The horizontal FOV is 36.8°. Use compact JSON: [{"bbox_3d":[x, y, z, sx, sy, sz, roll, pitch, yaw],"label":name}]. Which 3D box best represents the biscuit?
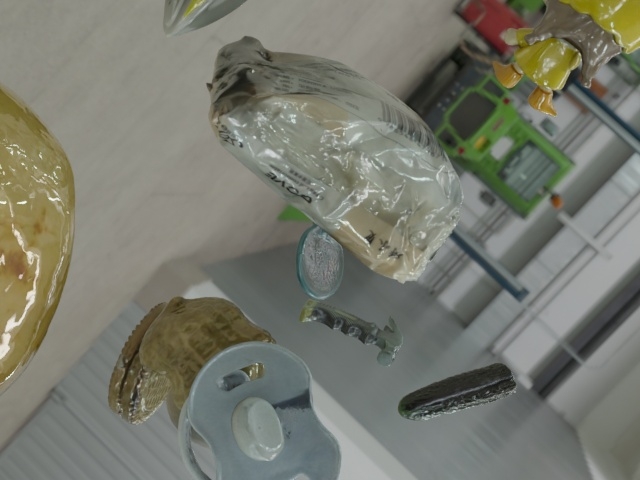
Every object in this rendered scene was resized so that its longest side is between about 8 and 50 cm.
[{"bbox_3d":[-0.328,0.240,1.869,0.259,0.079,0.259,-62,168,-23],"label":"biscuit"}]

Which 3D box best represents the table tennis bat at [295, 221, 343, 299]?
[{"bbox_3d":[0.000,0.000,1.639,0.033,0.201,0.124,-1,172,37],"label":"table tennis bat"}]

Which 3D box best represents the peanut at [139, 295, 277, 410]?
[{"bbox_3d":[-0.189,0.184,1.593,0.197,0.233,0.110,-38,159,-23],"label":"peanut"}]

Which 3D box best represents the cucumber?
[{"bbox_3d":[0.270,0.306,1.928,0.242,0.074,0.074,-15,167,-10],"label":"cucumber"}]

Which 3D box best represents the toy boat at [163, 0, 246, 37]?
[{"bbox_3d":[-0.131,-0.394,1.339,0.269,0.141,0.141,-38,171,-25],"label":"toy boat"}]

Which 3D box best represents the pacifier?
[{"bbox_3d":[-0.097,0.287,1.404,0.228,0.278,0.207,-22,172,-7],"label":"pacifier"}]

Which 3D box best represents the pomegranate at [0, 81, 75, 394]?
[{"bbox_3d":[-0.348,-0.023,0.734,0.342,0.342,0.342,-46,174,-6],"label":"pomegranate"}]

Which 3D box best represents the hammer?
[{"bbox_3d":[0.069,0.186,2.083,0.159,0.227,0.041,-59,169,-66],"label":"hammer"}]

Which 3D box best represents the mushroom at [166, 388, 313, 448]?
[{"bbox_3d":[-0.195,0.370,2.362,0.362,0.362,0.294,118,-21,-70],"label":"mushroom"}]

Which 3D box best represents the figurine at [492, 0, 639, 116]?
[{"bbox_3d":[0.487,-0.391,1.826,0.343,0.215,0.187,-53,-162,45],"label":"figurine"}]

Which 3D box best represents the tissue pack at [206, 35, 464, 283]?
[{"bbox_3d":[0.014,-0.145,1.365,0.195,0.376,0.390,-52,-165,18],"label":"tissue pack"}]
